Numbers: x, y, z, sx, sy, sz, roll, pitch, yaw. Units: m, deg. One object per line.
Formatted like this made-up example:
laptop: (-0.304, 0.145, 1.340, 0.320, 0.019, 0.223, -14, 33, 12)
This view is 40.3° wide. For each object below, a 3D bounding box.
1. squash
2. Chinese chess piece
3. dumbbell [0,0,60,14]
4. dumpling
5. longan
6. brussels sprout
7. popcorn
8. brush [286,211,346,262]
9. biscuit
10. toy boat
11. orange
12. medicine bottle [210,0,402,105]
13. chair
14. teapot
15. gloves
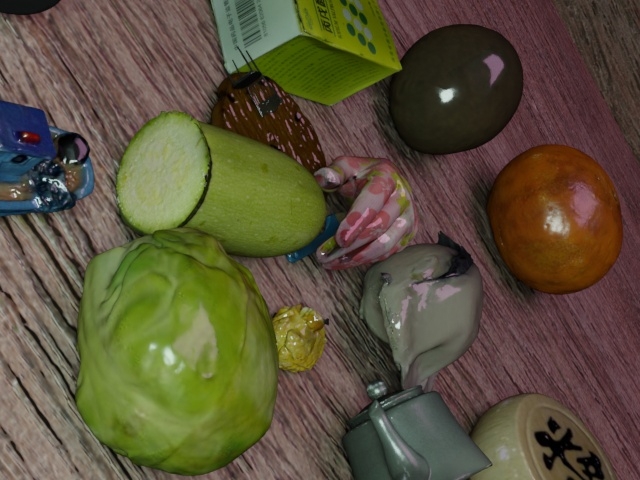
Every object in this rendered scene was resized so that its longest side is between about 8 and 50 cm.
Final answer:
squash: (-0.087, -0.044, 0.951, 0.247, 0.132, 0.133, 17, 56, -51)
Chinese chess piece: (0.327, 0.348, 1.268, 0.257, 0.104, 0.257, 30, 37, -25)
dumbbell: (-0.277, -0.322, 0.843, 0.143, 0.143, 0.325, 45, 37, -29)
dumpling: (0.157, 0.100, 1.184, 0.204, 0.163, 0.293, 61, 20, 1)
longan: (0.229, -0.249, 1.473, 0.246, 0.246, 0.215, 12, 45, -52)
brussels sprout: (-0.118, 0.096, 0.779, 0.223, 0.161, 0.223, 24, 58, -46)
popcorn: (-0.019, 0.107, 0.994, 0.084, 0.084, 0.084, 34, 44, -40)
brush: (0.000, 0.000, 1.152, 0.164, 0.014, 0.051, -26, 95, -57)
biscuit: (-0.062, -0.117, 1.119, 0.212, 0.036, 0.212, 33, 45, -41)
toy boat: (-0.278, -0.070, 0.719, 0.223, 0.097, 0.100, 2, 65, -56)
orange: (0.440, -0.042, 1.627, 0.284, 0.226, 0.284, 36, 46, -47)
medicine bottle: (-0.019, -0.290, 1.204, 0.250, 0.141, 0.137, 5, 69, -54)
chair: (-0.085, -0.193, 1.069, 0.086, 0.037, 0.042, 57, 21, -1)
teapot: (0.094, 0.234, 1.029, 0.149, 0.162, 0.239, 62, 5, 16)
gloves: (0.063, -0.041, 1.130, 0.241, 0.126, 0.145, -75, 161, -70)
